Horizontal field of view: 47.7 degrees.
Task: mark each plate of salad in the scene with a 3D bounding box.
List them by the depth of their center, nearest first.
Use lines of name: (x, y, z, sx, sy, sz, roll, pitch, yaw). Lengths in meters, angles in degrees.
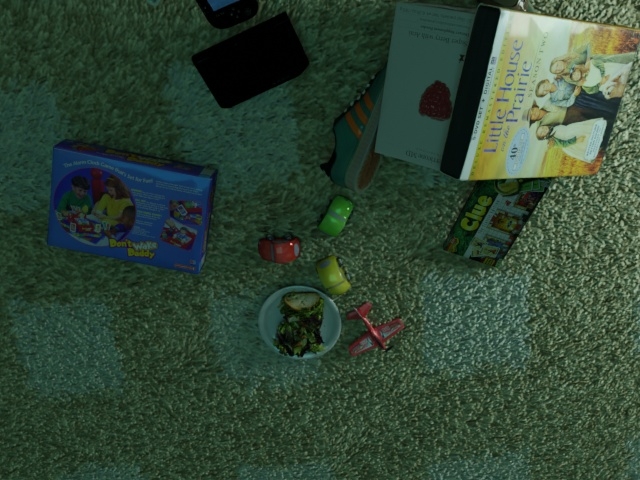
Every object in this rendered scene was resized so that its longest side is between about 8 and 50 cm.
plate of salad: (-0.050, 0.201, 1.719, 0.200, 0.048, 0.199, 1, 111, 2)

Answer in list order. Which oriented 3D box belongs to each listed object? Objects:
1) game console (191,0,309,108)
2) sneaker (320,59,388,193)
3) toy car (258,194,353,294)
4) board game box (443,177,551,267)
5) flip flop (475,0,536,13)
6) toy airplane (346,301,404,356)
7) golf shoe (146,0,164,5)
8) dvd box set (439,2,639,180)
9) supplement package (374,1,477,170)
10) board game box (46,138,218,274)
game console: (-0.181, -0.434, 1.411, 0.213, 0.044, 0.361, -24, 133, 7)
sneaker: (0.090, -0.256, 1.503, 0.121, 0.108, 0.302, 26, 95, 28)
toy car: (0.000, 0.000, 1.635, 0.239, 0.053, 0.224, 28, 110, -8)
board game box: (0.375, -0.056, 1.561, 0.136, 0.030, 0.259, 20, 131, 0)
flip flop: (0.357, -0.483, 1.415, 0.112, 0.080, 0.276, -18, 109, 10)
toy airplane: (0.117, 0.210, 1.722, 0.151, 0.028, 0.151, 1, 110, 2)
golf shoe: (-0.291, -0.559, 1.337, 0.105, 0.120, 0.272, 15, 152, 4)
dvd box set: (0.425, -0.270, 1.376, 0.421, 0.062, 0.307, -5, 115, -35)
supplement package: (0.240, -0.300, 1.408, 0.178, 0.175, 0.292, 21, 115, 33)
board game box: (-0.420, -0.074, 1.618, 0.348, 0.078, 0.233, 12, 111, -1)
